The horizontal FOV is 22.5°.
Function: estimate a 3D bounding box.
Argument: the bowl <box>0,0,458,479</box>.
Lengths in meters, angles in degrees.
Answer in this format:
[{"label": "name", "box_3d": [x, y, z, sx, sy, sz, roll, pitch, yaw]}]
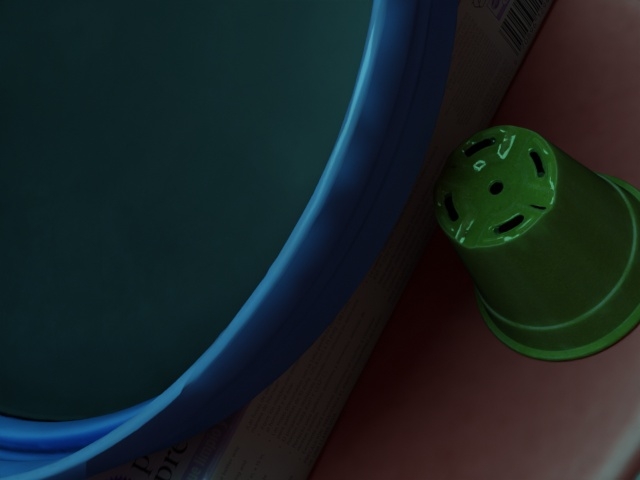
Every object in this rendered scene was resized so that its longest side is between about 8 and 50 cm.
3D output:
[{"label": "bowl", "box_3d": [-0.117, -0.091, 0.662, 0.391, 0.077, 0.391, -7, 77, 33]}]

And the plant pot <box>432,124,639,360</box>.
[{"label": "plant pot", "box_3d": [0.083, -0.005, 0.625, 0.083, 0.079, 0.083, -13, 61, 25]}]

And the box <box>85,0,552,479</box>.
[{"label": "box", "box_3d": [0.000, 0.000, 0.683, 0.063, 0.067, 0.324, 20, 79, 38]}]
